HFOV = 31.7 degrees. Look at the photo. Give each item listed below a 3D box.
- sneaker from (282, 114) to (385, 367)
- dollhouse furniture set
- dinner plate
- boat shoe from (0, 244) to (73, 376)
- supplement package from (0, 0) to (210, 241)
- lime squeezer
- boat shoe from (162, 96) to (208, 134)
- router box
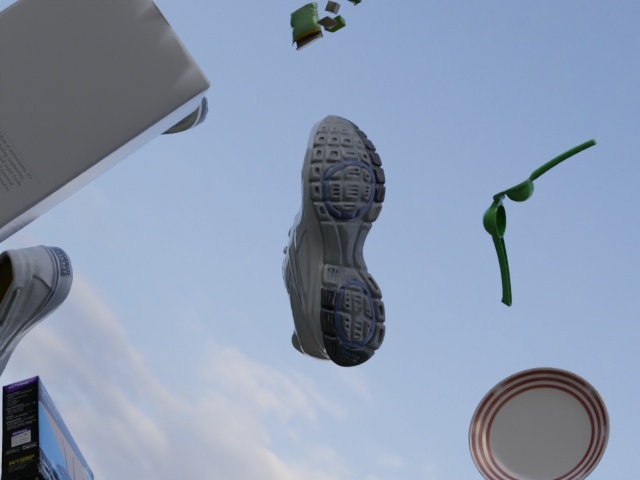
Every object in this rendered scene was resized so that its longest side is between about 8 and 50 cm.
[{"bbox_3d":[0.000,0.000,1.316,0.111,0.297,0.129,10,-13,-33],"label":"sneaker"},{"bbox_3d":[-0.007,-0.386,1.900,0.151,0.076,0.058,-25,-25,32],"label":"dollhouse furniture set"},{"bbox_3d":[0.215,0.189,1.108,0.141,0.141,0.017,14,-29,37],"label":"dinner plate"},{"bbox_3d":[-0.542,0.136,1.733,0.367,0.156,0.136,-40,-118,28],"label":"boat shoe"},{"bbox_3d":[-0.285,-0.138,1.162,0.177,0.293,0.175,56,-10,-5],"label":"supplement package"},{"bbox_3d":[0.327,-0.050,1.828,0.110,0.058,0.310,39,-66,33],"label":"lime squeezer"},{"bbox_3d":[-0.270,-0.216,1.544,0.305,0.091,0.109,20,-81,26],"label":"boat shoe"},{"bbox_3d":[-0.285,0.251,1.193,0.133,0.046,0.179,-108,-178,-48],"label":"router box"}]
